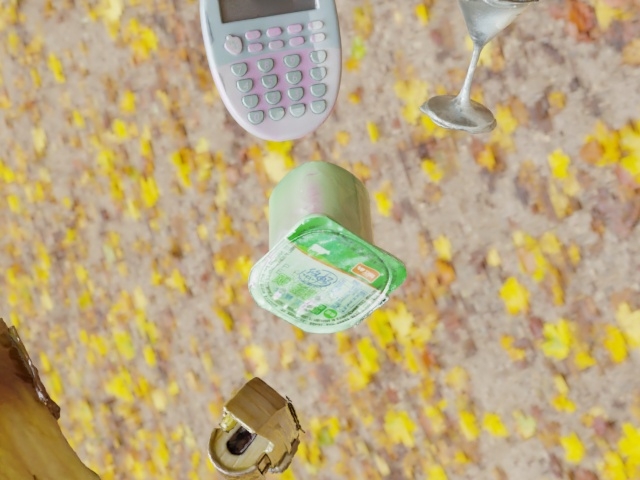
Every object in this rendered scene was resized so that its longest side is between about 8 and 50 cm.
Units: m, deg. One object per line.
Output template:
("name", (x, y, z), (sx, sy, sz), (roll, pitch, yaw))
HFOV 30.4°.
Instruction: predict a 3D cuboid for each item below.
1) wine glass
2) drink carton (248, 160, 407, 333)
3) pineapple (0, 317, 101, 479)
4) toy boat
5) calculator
("wine glass", (0.185, -0.227, 1.402), (0.122, 0.122, 0.183), (45, 135, 38))
("drink carton", (0.000, 0.000, 1.314), (0.144, 0.146, 0.142), (-43, 32, 28))
("pineapple", (-0.235, 0.141, 0.746), (0.236, 0.114, 0.186), (18, 99, 33))
("toy boat", (-0.064, 0.184, 1.095), (0.068, 0.088, 0.226), (38, 168, 12))
("calculator", (-0.066, -0.283, 1.585), (0.041, 0.185, 0.299), (-170, 68, -79))
